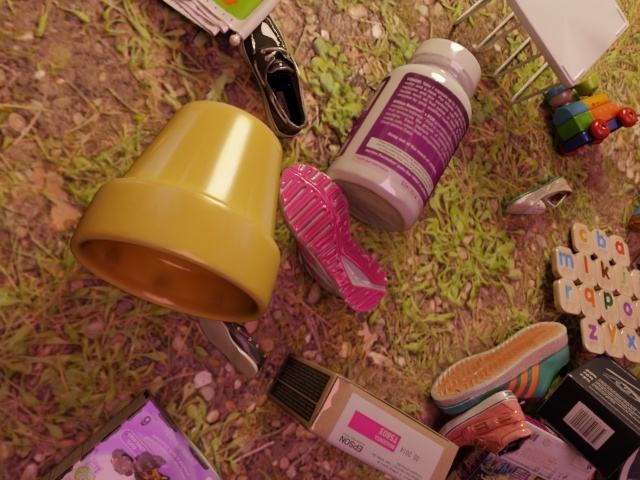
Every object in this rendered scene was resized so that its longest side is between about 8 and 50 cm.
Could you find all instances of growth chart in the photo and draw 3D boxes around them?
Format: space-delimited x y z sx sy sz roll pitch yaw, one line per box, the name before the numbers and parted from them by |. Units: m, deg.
growth chart | -0.177 -0.407 0.778 0.237 0.021 0.172 30 76 -5

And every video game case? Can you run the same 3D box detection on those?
video game case | 0.372 0.435 0.941 0.232 0.042 0.210 30 101 -19

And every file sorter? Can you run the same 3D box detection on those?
file sorter | 0.383 -0.429 0.948 0.193 0.173 0.278 -45 104 -17

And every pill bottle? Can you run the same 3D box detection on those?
pill bottle | 0.146 -0.179 0.844 0.169 0.169 0.302 36 76 -17

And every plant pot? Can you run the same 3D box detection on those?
plant pot | -0.159 -0.045 0.685 0.253 0.254 0.239 26 64 -19

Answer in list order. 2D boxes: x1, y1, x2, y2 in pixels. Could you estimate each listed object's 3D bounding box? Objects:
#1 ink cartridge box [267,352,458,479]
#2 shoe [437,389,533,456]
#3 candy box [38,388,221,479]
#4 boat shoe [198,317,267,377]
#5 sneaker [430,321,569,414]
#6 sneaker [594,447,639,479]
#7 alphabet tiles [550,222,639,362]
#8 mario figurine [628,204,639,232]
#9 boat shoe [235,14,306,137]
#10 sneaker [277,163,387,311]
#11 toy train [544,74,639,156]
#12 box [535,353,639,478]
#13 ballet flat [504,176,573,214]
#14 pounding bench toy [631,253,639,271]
ink cartridge box | 0.056 0.276 0.776 0.234 0.193 0.088 35 75 -17
shoe | 0.277 0.336 0.868 0.063 0.178 0.081 19 37 -33
candy box | -0.269 0.341 0.706 0.196 0.070 0.165 -40 103 -19
boat shoe | -0.137 0.150 0.785 0.133 0.049 0.042 49 39 -5
sneaker | 0.349 0.265 0.944 0.301 0.108 0.121 -21 102 -16
sneaker | 0.680 0.477 1.074 0.163 0.086 0.227 12 93 -11
alphabet tiles | 0.596 0.108 1.066 0.283 0.021 0.278 14 67 -21
mario figurine | 0.819 -0.150 1.114 0.198 0.170 0.321 31 83 -54
boat shoe | -0.070 -0.277 0.811 0.077 0.070 0.220 -23 97 -22
sneaker | 0.000 0.000 0.805 0.102 0.111 0.253 -33 103 -22
toy train | 0.594 -0.288 1.077 0.247 0.105 0.144 -24 84 -21
box | 0.531 0.315 0.945 0.207 0.153 0.108 -2 127 -44
ballet flat | 0.444 -0.082 1.018 0.168 0.057 0.052 -26 69 -21
pounding bench toy | 0.761 0.070 1.142 0.052 0.065 0.083 -39 103 -19
